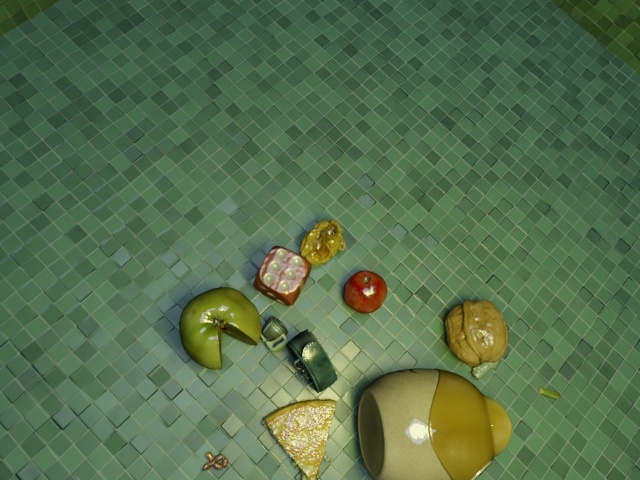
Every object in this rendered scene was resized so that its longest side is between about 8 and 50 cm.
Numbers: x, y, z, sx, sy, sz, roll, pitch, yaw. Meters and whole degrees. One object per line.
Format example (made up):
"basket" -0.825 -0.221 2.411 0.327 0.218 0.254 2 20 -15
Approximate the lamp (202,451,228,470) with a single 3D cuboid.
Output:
"lamp" -0.363 0.774 1.697 0.083 0.031 0.063 11 73 -9

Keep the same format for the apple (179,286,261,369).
"apple" -0.354 0.307 1.723 0.292 0.254 0.291 2 68 -5

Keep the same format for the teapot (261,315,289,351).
"teapot" -0.177 0.349 1.810 0.091 0.124 0.092 -44 113 6

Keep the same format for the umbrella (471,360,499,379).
"umbrella" 0.648 0.484 1.902 0.143 0.062 0.067 -40 119 -7

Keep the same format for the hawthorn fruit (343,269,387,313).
"hawthorn fruit" 0.174 0.196 1.869 0.173 0.173 0.172 2 73 -7

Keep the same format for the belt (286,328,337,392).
"belt" -0.036 0.425 1.723 0.116 0.267 0.206 -33 56 -16

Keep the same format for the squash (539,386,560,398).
"squash" 0.905 0.603 1.916 0.083 0.027 0.027 20 72 -2

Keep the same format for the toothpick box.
"toothpick box" 0.368 0.638 1.638 0.426 0.409 0.408 0 73 -13

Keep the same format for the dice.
"dice" -0.139 0.133 1.843 0.174 0.179 0.175 29 69 2

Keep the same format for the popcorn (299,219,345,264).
"popcorn" 0.009 0.002 1.926 0.140 0.163 0.194 43 104 25

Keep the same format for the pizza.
"pizza" -0.065 0.721 1.733 0.280 0.075 0.287 -5 76 -5

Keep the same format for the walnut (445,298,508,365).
"walnut" 0.589 0.341 1.853 0.225 0.257 0.257 -22 74 26
